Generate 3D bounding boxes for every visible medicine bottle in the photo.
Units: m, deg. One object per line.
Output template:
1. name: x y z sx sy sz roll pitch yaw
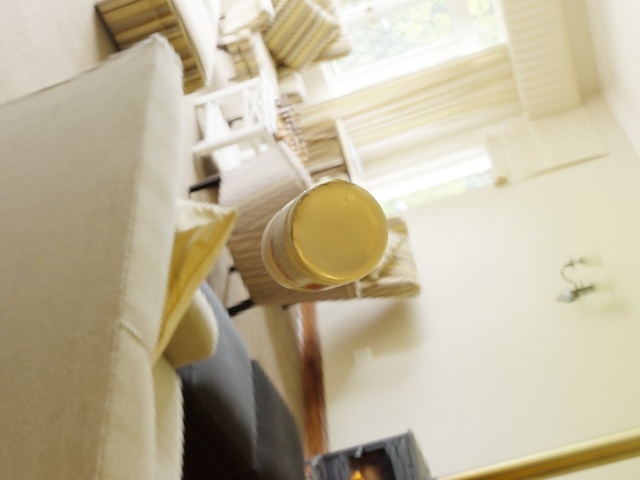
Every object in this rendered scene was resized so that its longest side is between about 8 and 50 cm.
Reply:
1. medicine bottle: 0.000 0.000 0.523 0.089 0.057 0.057 155 -81 -75
